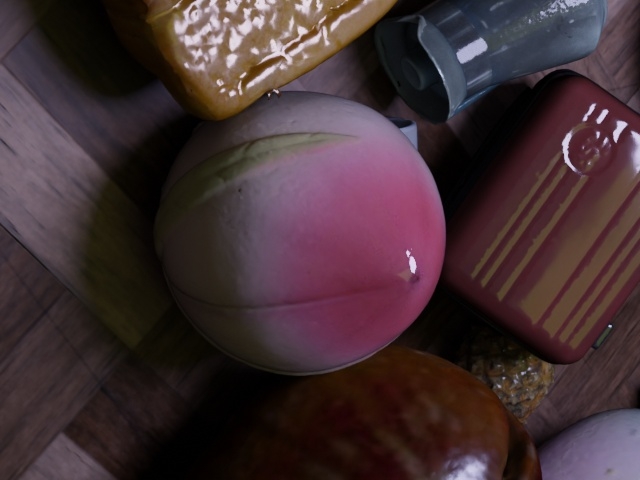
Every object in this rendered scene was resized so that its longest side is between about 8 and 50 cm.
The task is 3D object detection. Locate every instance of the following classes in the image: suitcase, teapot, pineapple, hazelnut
[{"bbox_3d":[0.274,-0.028,1.752,0.236,0.161,0.297,35,93,-7],"label":"suitcase"},{"bbox_3d":[0.186,-0.228,1.687,0.225,0.171,0.203,-32,153,-16],"label":"teapot"},{"bbox_3d":[0.184,0.225,1.866,0.128,0.128,0.248,26,95,-40],"label":"pineapple"},{"bbox_3d":[0.037,0.331,1.644,0.429,0.402,0.402,-40,126,-24],"label":"hazelnut"}]

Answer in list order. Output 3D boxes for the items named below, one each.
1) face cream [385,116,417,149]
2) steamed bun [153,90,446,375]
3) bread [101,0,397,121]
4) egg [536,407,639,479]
[{"bbox_3d":[0.075,-0.037,1.723,0.084,0.057,0.198,-14,113,-32],"label":"face cream"},{"bbox_3d":[0.000,0.000,1.534,0.309,0.309,0.309,-13,114,-33],"label":"steamed bun"},{"bbox_3d":[-0.081,-0.307,1.458,0.337,0.148,0.328,-39,129,-22],"label":"bread"},{"bbox_3d":[0.368,0.379,1.924,0.354,0.354,0.340,19,76,-40],"label":"egg"}]
